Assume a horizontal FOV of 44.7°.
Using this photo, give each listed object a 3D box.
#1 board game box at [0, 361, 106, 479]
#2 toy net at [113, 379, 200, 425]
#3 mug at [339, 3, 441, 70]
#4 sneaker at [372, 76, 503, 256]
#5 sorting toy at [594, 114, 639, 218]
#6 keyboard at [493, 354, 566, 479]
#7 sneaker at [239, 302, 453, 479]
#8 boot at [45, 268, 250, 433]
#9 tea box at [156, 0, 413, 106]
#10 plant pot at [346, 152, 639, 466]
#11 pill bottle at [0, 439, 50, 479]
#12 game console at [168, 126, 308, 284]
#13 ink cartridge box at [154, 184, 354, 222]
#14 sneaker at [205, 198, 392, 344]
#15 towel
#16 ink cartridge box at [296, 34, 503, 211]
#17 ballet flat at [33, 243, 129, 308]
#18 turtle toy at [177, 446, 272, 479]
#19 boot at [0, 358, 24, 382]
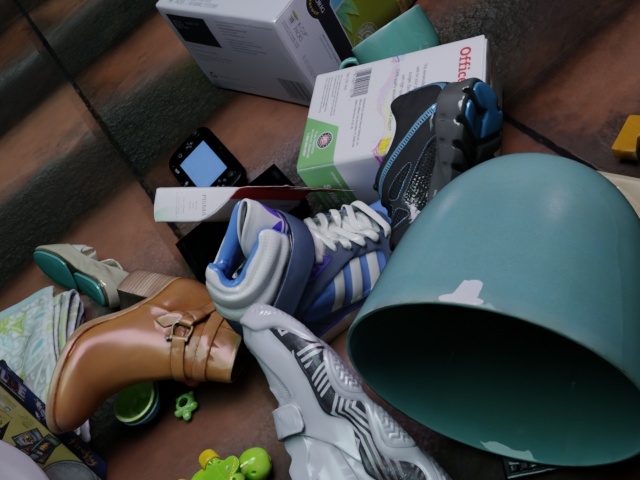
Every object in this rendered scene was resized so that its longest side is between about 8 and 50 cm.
[{"bbox_3d":[-0.432,0.279,1.046,0.165,0.243,0.042,-31,27,5],"label":"board game box"},{"bbox_3d":[-0.234,0.165,1.158,0.122,0.045,0.232,-19,48,18],"label":"toy net"},{"bbox_3d":[0.123,-0.302,1.272,0.129,0.097,0.158,-41,11,-34],"label":"mug"},{"bbox_3d":[0.138,-0.033,0.990,0.140,0.125,0.340,9,87,45],"label":"sneaker"},{"bbox_3d":[0.389,-0.019,0.940,0.229,0.041,0.307,16,64,43],"label":"sorting toy"},{"bbox_3d":[0.214,0.185,0.889,0.108,0.023,0.180,-20,47,17],"label":"keyboard"},{"bbox_3d":[-0.013,0.246,0.846,0.210,0.137,0.366,-43,68,-3],"label":"sneaker"},{"bbox_3d":[-0.220,0.170,1.073,0.220,0.109,0.283,16,45,16],"label":"boot"},{"bbox_3d":[-0.054,-0.444,1.415,0.329,0.220,0.323,22,70,40],"label":"tea box"},{"bbox_3d":[0.204,0.055,0.793,0.293,0.293,0.235,3,51,33],"label":"plant pot"},{"bbox_3d":[-0.525,0.445,0.958,0.408,0.229,0.229,-43,44,12],"label":"pill bottle"},{"bbox_3d":[-0.176,-0.076,1.319,0.213,0.044,0.361,-40,44,-3],"label":"game console"},{"bbox_3d":[-0.092,-0.050,1.101,0.225,0.181,0.056,4,94,31],"label":"ink cartridge box"},{"bbox_3d":[-0.001,0.000,1.014,0.323,0.236,0.130,-42,45,-5],"label":"sneaker"},{"bbox_3d":[-0.534,0.267,1.229,0.374,0.090,0.320,-29,45,8],"label":"towel"},{"bbox_3d":[0.124,-0.170,1.159,0.278,0.117,0.201,-8,52,26],"label":"ink cartridge box"},{"bbox_3d":[-0.400,0.052,1.338,0.248,0.086,0.086,22,69,39],"label":"ballet flat"},{"bbox_3d":[-0.115,0.307,0.958,0.130,0.066,0.095,-46,45,-10],"label":"turtle toy"},{"bbox_3d":[-0.565,0.236,1.173,0.246,0.083,0.161,9,56,28],"label":"boot"}]
